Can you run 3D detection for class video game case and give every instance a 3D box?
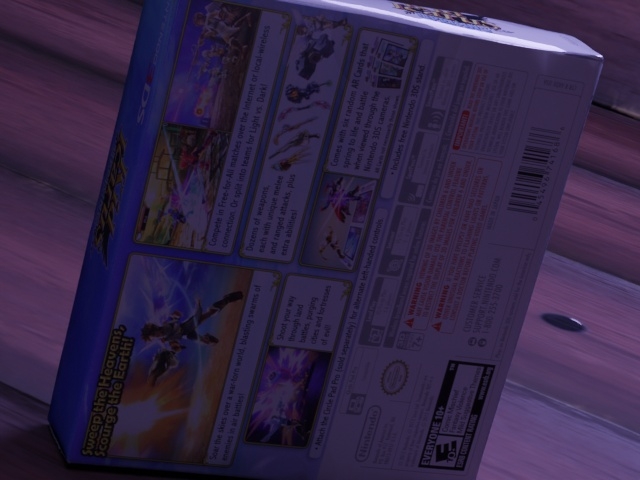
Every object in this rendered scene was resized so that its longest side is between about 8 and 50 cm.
[{"bbox_3d":[0.000,0.000,1.058,0.244,0.269,0.061,8,17,-24],"label":"video game case"}]
